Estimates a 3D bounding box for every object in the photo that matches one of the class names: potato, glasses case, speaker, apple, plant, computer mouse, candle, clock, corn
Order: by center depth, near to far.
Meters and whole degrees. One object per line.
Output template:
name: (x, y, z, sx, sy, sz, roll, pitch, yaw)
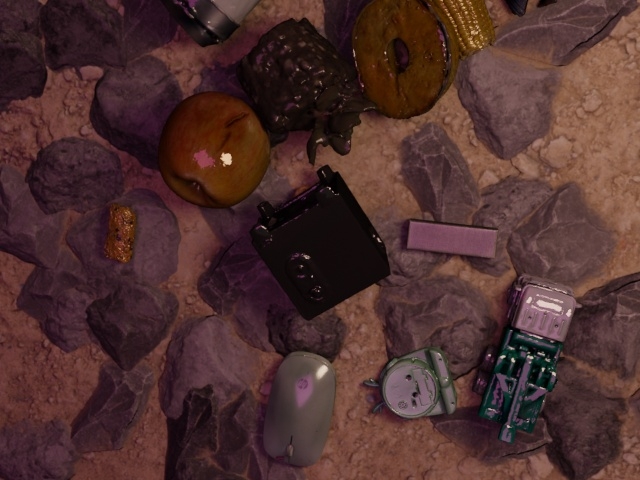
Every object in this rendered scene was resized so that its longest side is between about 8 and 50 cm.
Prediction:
corn: (0.269, -0.563, 1.747, 0.131, 0.131, 0.345, -31, 91, 10)
plant: (-0.021, -0.322, 1.762, 0.312, 0.213, 0.215, 47, 119, 6)
candle: (-0.201, -0.616, 1.773, 0.342, 0.221, 0.221, -42, 87, 9)
speaker: (0.000, 0.000, 1.780, 0.232, 0.184, 0.254, -30, 109, 11)
apple: (-0.245, -0.192, 1.791, 0.264, 0.264, 0.265, 1, 95, 9)
glasses case: (0.303, -0.006, 1.829, 0.204, 0.047, 0.071, 6, 100, 8)
clock: (0.209, 0.350, 1.867, 0.210, 0.066, 0.160, -18, 91, 11)
potato: (-0.038, -0.087, 1.876, 0.068, 0.062, 0.083, 42, 122, 20)
computer mouse: (-0.051, 0.408, 1.899, 0.159, 0.097, 0.289, 14, 96, 6)

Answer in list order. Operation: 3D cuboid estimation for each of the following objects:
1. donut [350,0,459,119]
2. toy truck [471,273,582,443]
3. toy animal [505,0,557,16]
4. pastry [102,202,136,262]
donut: (0.192, -0.410, 1.742, 0.271, 0.107, 0.272, 14, 114, 33)
toy truck: (0.460, 0.264, 1.764, 0.176, 0.178, 0.364, 17, 95, 8)
toy animal: (0.471, -0.603, 1.714, 0.179, 0.116, 0.218, 46, 107, 2)
pastry: (-0.493, -0.019, 1.955, 0.079, 0.056, 0.140, 17, 104, 15)
